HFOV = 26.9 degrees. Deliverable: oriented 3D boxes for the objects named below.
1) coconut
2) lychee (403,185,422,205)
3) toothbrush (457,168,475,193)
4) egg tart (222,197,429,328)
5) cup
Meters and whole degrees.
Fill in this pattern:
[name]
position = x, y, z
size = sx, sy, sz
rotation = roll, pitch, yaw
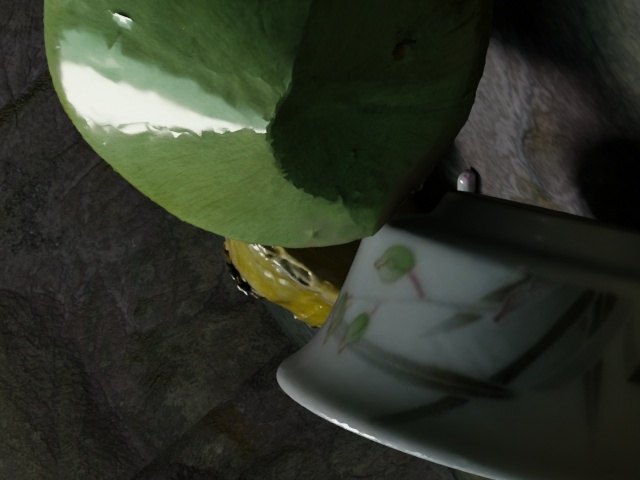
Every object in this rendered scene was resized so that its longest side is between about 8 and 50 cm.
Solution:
[coconut]
position = -0.029, -0.148, 0.867
size = 0.328, 0.281, 0.328
rotation = -6, -90, -89
[lychee]
position = 0.015, -0.086, 1.278
size = 0.171, 0.171, 0.171
rotation = 48, 171, 10
[toothbrush]
position = 0.152, -0.009, 1.384
size = 0.024, 0.021, 0.288
rotation = 36, 167, 20
[egg tart]
position = 0.000, 0.000, 1.423
size = 0.315, 0.120, 0.315
rotation = 27, -151, -17
[cup]
position = 0.153, 0.059, 0.951
size = 0.347, 0.163, 0.347
rotation = 12, -175, -1
